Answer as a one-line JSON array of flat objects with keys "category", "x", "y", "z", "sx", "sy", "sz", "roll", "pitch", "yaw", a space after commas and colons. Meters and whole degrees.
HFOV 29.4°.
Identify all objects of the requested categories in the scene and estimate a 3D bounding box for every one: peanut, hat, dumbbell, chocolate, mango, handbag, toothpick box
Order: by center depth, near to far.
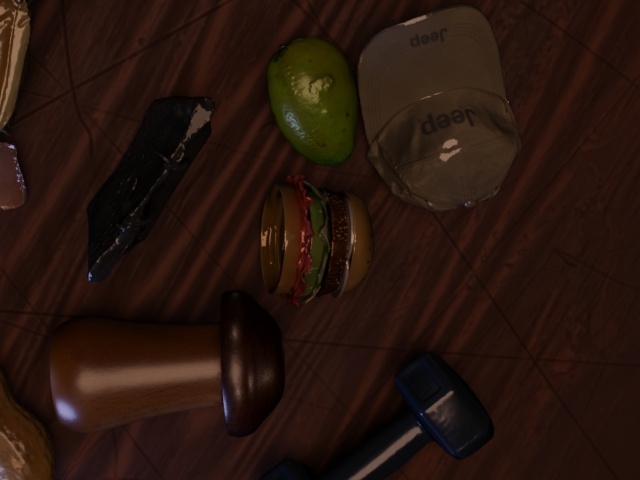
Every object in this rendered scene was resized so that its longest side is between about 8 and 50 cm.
[{"category": "handbag", "x": -0.216, "y": -0.075, "z": 1.542, "sx": 0.089, "sy": 0.175, "sz": 0.270, "roll": 31, "pitch": 96, "yaw": -14}, {"category": "chocolate", "x": -0.416, "y": -0.088, "z": 1.578, "sx": 0.065, "sy": 0.031, "sz": 0.100, "roll": -7, "pitch": 124, "yaw": -4}, {"category": "hat", "x": 0.160, "y": -0.164, "z": 1.580, "sx": 0.214, "sy": 0.149, "sz": 0.244, "roll": -22, "pitch": 141, "yaw": -2}, {"category": "toothpick box", "x": -0.193, "y": 0.167, "z": 1.587, "sx": 0.294, "sy": 0.192, "sz": 0.192, "roll": -5, "pitch": 100, "yaw": -2}, {"category": "mango", "x": -0.005, "y": -0.179, "z": 1.594, "sx": 0.119, "sy": 0.100, "sz": 0.178, "roll": -23, "pitch": 111, "yaw": -6}, {"category": "peanut", "x": -0.429, "y": 0.251, "z": 1.612, "sx": 0.117, "sy": 0.101, "sz": 0.263, "roll": -29, "pitch": 106, "yaw": 24}, {"category": "dumbbell", "x": 0.075, "y": 0.298, "z": 1.664, "sx": 0.325, "sy": 0.144, "sz": 0.160, "roll": -38, "pitch": 101, "yaw": -1}]

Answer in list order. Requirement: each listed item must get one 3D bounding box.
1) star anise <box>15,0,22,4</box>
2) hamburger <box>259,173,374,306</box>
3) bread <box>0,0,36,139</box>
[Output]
[{"category": "star anise", "x": -0.416, "y": -0.379, "z": 1.437, "sx": 0.350, "sy": 0.292, "sz": 0.109, "roll": 16, "pitch": 132, "yaw": -5}, {"category": "hamburger", "x": 0.000, "y": 0.003, "z": 1.596, "sx": 0.137, "sy": 0.175, "sz": 0.175, "roll": 4, "pitch": 99, "yaw": -15}, {"category": "bread", "x": -0.460, "y": -0.230, "z": 1.518, "sx": 0.192, "sy": 0.110, "sz": 0.209, "roll": 9, "pitch": 99, "yaw": -15}]
